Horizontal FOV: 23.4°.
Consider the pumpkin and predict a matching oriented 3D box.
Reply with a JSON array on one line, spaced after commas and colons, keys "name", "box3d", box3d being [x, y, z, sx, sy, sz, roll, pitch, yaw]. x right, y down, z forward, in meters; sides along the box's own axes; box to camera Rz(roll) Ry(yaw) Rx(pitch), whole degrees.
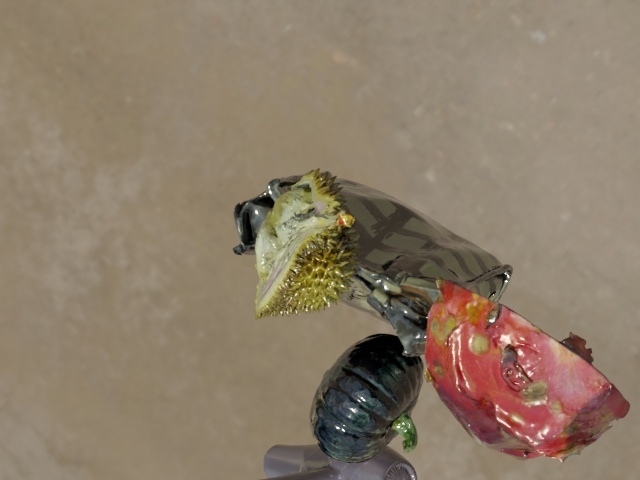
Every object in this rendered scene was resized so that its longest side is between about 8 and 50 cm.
[{"name": "pumpkin", "box3d": [0.064, 0.214, 2.115, 0.150, 0.194, 0.194, 11, 146, -4]}]

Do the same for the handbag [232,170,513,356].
[{"name": "handbag", "box3d": [0.073, 0.029, 2.112, 0.325, 0.162, 0.327, 28, -172, 14]}]

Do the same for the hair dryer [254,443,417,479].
[{"name": "hair dryer", "box3d": [-0.071, 0.356, 2.267, 0.301, 0.361, 0.121, -1, 90, 51]}]

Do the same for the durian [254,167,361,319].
[{"name": "durian", "box3d": [0.000, 0.000, 1.535, 0.102, 0.146, 0.208, 13, 159, -16]}]

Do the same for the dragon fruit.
[{"name": "dragon fruit", "box3d": [0.218, 0.160, 1.650, 0.274, 0.126, 0.161, 40, 164, -22]}]
